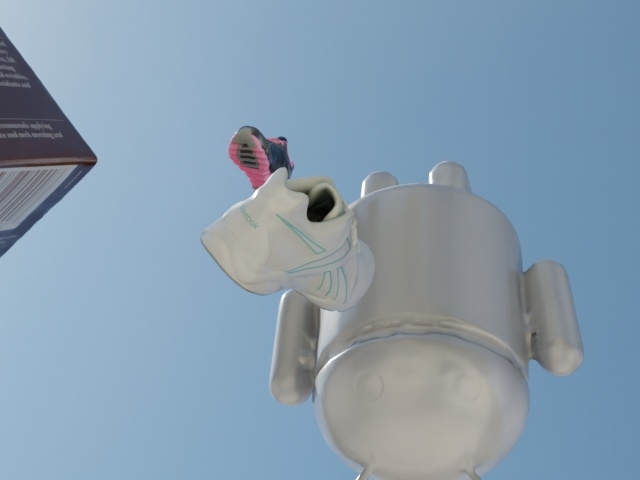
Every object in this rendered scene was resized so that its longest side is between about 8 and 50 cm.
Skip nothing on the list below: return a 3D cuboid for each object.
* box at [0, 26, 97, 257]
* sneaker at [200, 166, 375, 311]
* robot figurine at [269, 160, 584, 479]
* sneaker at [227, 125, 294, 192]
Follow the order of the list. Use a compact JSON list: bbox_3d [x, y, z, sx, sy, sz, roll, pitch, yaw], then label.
[{"bbox_3d":[-0.311,-0.081,0.881,0.167,0.168,0.203,-41,-100,19],"label":"box"},{"bbox_3d":[0.000,0.000,0.650,0.061,0.152,0.054,-47,-113,14],"label":"sneaker"},{"bbox_3d":[0.097,0.088,1.156,0.299,0.353,0.200,-10,-42,18],"label":"robot figurine"},{"bbox_3d":[-0.055,-0.088,1.225,0.047,0.057,0.119,18,-22,23],"label":"sneaker"}]
